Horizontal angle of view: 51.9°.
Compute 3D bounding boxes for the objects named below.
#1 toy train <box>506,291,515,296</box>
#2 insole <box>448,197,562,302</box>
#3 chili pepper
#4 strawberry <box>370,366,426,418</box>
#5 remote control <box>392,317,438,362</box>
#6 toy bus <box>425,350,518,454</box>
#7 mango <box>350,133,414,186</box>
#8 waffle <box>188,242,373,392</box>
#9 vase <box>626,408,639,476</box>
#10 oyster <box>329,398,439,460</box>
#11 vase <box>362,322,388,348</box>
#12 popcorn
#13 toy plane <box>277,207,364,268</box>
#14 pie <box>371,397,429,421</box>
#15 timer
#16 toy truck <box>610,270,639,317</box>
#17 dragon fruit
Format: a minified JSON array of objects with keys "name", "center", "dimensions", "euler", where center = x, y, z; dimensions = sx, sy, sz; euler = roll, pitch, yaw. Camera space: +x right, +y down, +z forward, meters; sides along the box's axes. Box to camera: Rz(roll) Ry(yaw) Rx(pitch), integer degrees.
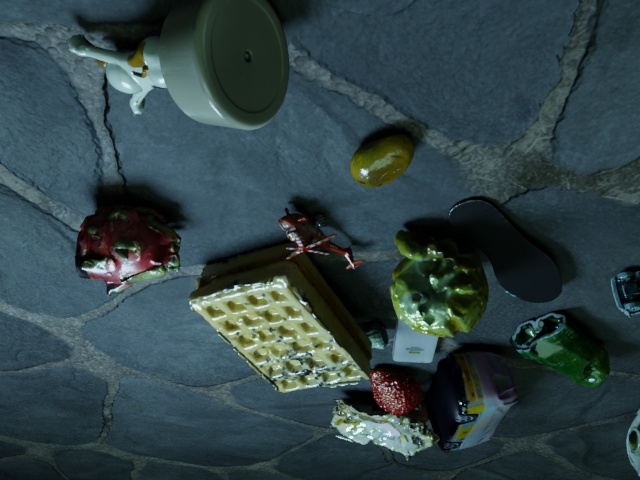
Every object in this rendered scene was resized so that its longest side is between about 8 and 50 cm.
[{"name":"toy train","center":[0.412,0.087,1.328],"dimensions":[0.092,0.029,0.045],"euler":[-23,129,37]},{"name":"insole","center":[0.355,0.027,1.234],"dimensions":[0.119,0.009,0.348],"euler":[-25,131,34]},{"name":"chili pepper","center":[0.572,0.260,1.508],"dimensions":[0.270,0.099,0.136],"euler":[34,112,-27]},{"name":"strawberry","center":[0.197,0.395,1.756],"dimensions":[0.131,0.148,0.131],"euler":[-29,174,-3]},{"name":"remote control","center":[0.226,0.226,1.554],"dimensions":[0.103,0.034,0.250],"euler":[2,146,5]},{"name":"toy bus","center":[0.387,0.407,1.697],"dimensions":[0.163,0.171,0.386],"euler":[-12,148,-6]},{"name":"mango","center":[0.097,-0.126,1.030],"dimensions":[0.079,0.057,0.114],"euler":[32,130,-28]},{"name":"waffle","center":[-0.076,0.182,1.405],"dimensions":[0.261,0.114,0.376],"euler":[-16,131,24]},{"name":"vase","center":[1.091,0.586,1.815],"dimensions":[0.446,0.249,0.250],"euler":[8,146,5]},{"name":"oyster","center":[0.183,0.525,1.880],"dimensions":[0.355,0.107,0.201],"euler":[8,133,35]},{"name":"vase","center":[0.084,0.239,1.557],"dimensions":[0.149,0.081,0.081],"euler":[-18,140,24]},{"name":"popcorn","center":[0.209,0.074,1.213],"dimensions":[0.198,0.198,0.212],"euler":[-12,108,23]},{"name":"toy plane","center":[0.005,-0.003,1.212],"dimensions":[0.194,0.077,0.126],"euler":[11,150,-23]},{"name":"pie","center":[0.239,0.489,1.931],"dimensions":[0.183,0.049,0.182],"euler":[7,143,6]},{"name":"timer","center":[-0.196,-0.228,0.860],"dimensions":[0.266,0.175,0.175],"euler":[3,150,33]},{"name":"toy truck","center":[0.665,0.097,1.268],"dimensions":[0.178,0.080,0.115],"euler":[-16,151,26]},{"name":"dragon fruit","center":[-0.350,0.017,1.216],"dimensions":[0.172,0.160,0.166],"euler":[0,104,2]}]
